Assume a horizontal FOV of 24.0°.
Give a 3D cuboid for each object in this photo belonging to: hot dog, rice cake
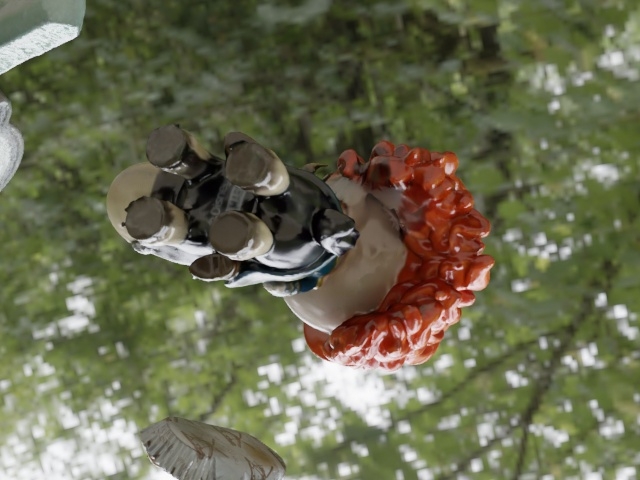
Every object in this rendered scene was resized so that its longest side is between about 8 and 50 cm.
[{"bbox_3d":[-0.094,0.206,1.383,0.099,0.053,0.192,42,-172,26],"label":"hot dog"},{"bbox_3d":[-0.241,-0.163,1.120,0.042,0.080,0.221,14,160,-38],"label":"rice cake"}]

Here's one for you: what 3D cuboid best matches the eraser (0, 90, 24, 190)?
[{"bbox_3d":[-0.318,-0.109,0.926,0.171,0.290,0.087,-46,156,4],"label":"eraser"}]

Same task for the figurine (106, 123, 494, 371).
[{"bbox_3d":[-0.012,-0.001,1.439,0.411,0.241,0.306,12,160,-31],"label":"figurine"}]
